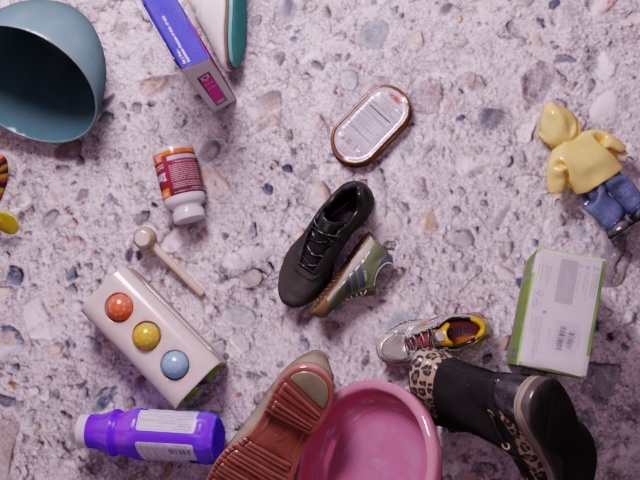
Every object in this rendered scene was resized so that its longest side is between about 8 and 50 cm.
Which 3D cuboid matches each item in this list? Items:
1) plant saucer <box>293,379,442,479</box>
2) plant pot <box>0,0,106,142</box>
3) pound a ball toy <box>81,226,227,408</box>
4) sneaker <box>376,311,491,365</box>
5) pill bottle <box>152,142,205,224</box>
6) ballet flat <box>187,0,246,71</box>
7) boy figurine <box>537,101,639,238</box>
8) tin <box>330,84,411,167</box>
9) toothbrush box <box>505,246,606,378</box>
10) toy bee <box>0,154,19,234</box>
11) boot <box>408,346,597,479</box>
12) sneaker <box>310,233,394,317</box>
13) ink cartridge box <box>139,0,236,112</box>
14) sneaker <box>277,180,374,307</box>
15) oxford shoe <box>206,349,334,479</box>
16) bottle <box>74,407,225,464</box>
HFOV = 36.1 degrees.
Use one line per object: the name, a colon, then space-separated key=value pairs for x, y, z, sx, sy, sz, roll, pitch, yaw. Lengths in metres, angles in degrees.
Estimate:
plant saucer: x=0.095 y=0.426 z=1.800 sx=0.332 sy=0.084 sz=0.332 roll=-20 pitch=58 yaw=36
plant pot: x=-0.551 y=-0.368 z=1.968 sx=0.290 sy=0.290 sz=0.195 roll=10 pitch=49 yaw=8
pound a ball toy: x=-0.317 y=0.144 z=1.924 sx=0.319 sy=0.136 sz=0.208 roll=45 pitch=90 yaw=9
sneaker: x=0.214 y=0.181 z=1.877 sx=0.225 sy=0.093 sz=0.088 roll=-17 pitch=81 yaw=5
pill bottle: x=-0.281 y=-0.113 z=1.975 sx=0.086 sy=0.086 sz=0.152 roll=-16 pitch=81 yaw=5
ballet flat: x=-0.209 y=-0.546 z=1.969 sx=0.139 sy=0.139 sz=0.400 roll=7 pitch=102 yaw=8
boy figurine: x=0.505 y=-0.137 z=1.883 sx=0.177 sy=0.092 sz=0.285 roll=-37 pitch=80 yaw=2
tin: x=0.102 y=-0.230 z=1.971 sx=0.106 sy=0.040 sz=0.189 roll=43 pitch=89 yaw=5
toothbrush box: x=0.417 y=0.135 z=1.762 sx=0.122 sy=0.283 sz=0.206 roll=11 pitch=84 yaw=7
toy bee: x=-0.735 y=-0.036 z=2.005 sx=0.195 sy=0.162 sz=0.298 roll=38 pitch=64 yaw=18
boot: x=0.333 y=0.348 z=1.795 sx=0.284 sy=0.377 sz=0.138 roll=15 pitch=58 yaw=42
sneaker: x=0.070 y=0.087 z=1.913 sx=0.086 sy=0.064 sz=0.192 roll=38 pitch=82 yaw=-11
ink cartridge box: x=-0.256 y=-0.370 z=1.860 sx=0.069 sy=0.371 sz=0.176 roll=-30 pitch=82 yaw=3
sneaker: x=0.000 y=0.000 z=1.907 sx=0.109 sy=0.130 sz=0.286 roll=29 pitch=88 yaw=7
oxford shoe: x=-0.090 y=0.381 z=1.880 sx=0.140 sy=0.146 sz=0.397 roll=36 pitch=106 yaw=-4
bottle: x=-0.332 y=0.377 z=1.905 sx=0.283 sy=0.118 sz=0.092 roll=1 pitch=59 yaw=11
